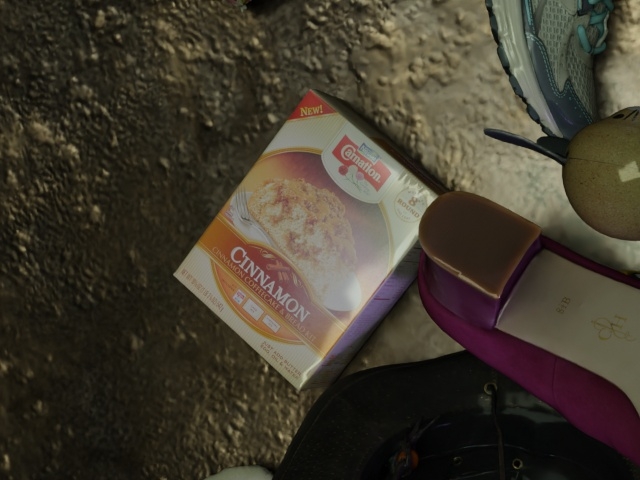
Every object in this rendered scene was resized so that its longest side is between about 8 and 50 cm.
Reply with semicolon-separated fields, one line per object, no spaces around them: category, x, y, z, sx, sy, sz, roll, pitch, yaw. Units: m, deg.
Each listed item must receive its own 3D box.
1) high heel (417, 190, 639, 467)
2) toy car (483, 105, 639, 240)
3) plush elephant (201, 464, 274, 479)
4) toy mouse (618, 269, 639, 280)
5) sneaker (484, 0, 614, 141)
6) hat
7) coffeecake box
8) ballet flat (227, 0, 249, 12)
high heel;0.228;0.098;1.038;0.377;0.181;0.127;40;84;18
toy car;0.204;-0.057;0.937;0.188;0.155;0.149;12;94;34
plush elephant;-0.107;0.311;1.134;0.255;0.330;0.272;-27;80;-4
toy mouse;0.254;0.000;1.077;0.161;0.031;0.143;29;117;42
sneaker;0.179;-0.208;1.094;0.122;0.110;0.283;-12;85;18
hat;0.130;0.215;1.076;0.331;0.331;0.134;8;132;22
coffeecake box;0.000;0.000;1.182;0.142;0.068;0.185;41;103;18
ballet flat;-0.002;-0.267;1.191;0.241;0.091;0.077;-33;108;22
